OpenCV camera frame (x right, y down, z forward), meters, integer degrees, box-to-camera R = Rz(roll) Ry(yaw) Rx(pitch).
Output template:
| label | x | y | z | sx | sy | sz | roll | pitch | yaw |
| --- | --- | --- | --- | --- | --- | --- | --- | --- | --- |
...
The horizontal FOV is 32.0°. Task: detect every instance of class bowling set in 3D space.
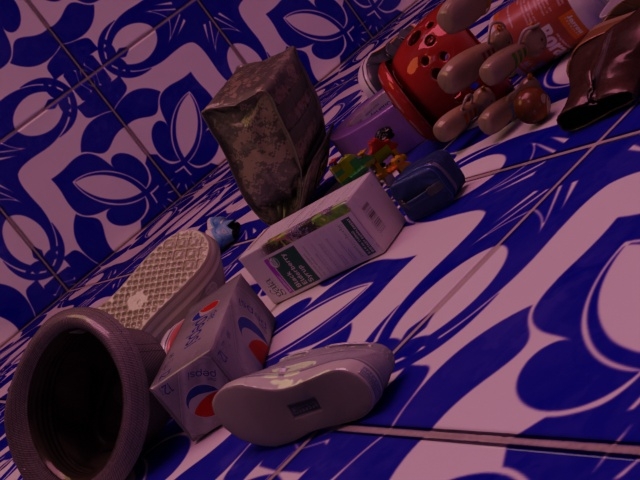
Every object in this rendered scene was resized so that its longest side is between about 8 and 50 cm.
| label | x | y | z | sx | sy | sz | roll | pitch | yaw |
| --- | --- | --- | --- | --- | --- | --- | --- | --- | --- |
| bowling set | 0.286 | -0.244 | 1.673 | 0.154 | 0.200 | 0.287 | -38 | -31 | -27 |

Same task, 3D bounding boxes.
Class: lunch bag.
| label | x | y | z | sx | sy | sz | roll | pitch | yaw |
| --- | --- | --- | --- | --- | --- | --- | --- | --- | --- |
| lunch bag | 0.146 | -0.075 | 1.567 | 0.098 | 0.067 | 0.065 | -29 | 14 | 39 |
| lunch bag | -0.076 | -0.189 | 2.147 | 0.169 | 0.287 | 0.235 | -15 | 24 | 23 |

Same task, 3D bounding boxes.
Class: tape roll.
| label | x | y | z | sx | sy | sz | roll | pitch | yaw |
| --- | --- | --- | --- | --- | --- | --- | --- | --- | --- |
| tape roll | 0.153 | -0.241 | 2.131 | 0.275 | 0.090 | 0.275 | -35 | 13 | 9 |

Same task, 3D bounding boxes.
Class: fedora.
| label | x | y | z | sx | sy | sz | roll | pitch | yaw |
| --- | --- | --- | --- | --- | --- | --- | --- | --- | --- |
| fedora | -0.287 | 0.214 | 1.472 | 0.124 | 0.244 | 0.275 | -1 | -50 | -51 |

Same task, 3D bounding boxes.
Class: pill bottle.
| label | x | y | z | sx | sy | sz | roll | pitch | yaw |
| --- | --- | --- | --- | --- | --- | --- | --- | --- | --- |
| pill bottle | 0.398 | -0.375 | 1.851 | 0.216 | 0.121 | 0.121 | -30 | 14 | 32 |

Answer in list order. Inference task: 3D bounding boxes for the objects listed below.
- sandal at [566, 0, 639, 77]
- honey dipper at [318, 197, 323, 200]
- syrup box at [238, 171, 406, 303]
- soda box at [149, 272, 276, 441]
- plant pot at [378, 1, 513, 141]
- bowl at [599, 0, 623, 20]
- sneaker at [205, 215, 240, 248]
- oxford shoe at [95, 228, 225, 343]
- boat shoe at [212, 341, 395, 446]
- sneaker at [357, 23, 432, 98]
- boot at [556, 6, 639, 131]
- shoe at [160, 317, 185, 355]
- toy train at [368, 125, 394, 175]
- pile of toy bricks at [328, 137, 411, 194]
| label | x | y | z | sx | sy | sz | roll | pitch | yaw |
| --- | --- | --- | --- | --- | --- | --- | --- | --- | --- |
| sandal | 0.423 | -0.285 | 1.605 | 0.180 | 0.072 | 0.049 | -42 | -9 | -3 |
| honey dipper | 0.010 | -0.062 | 2.008 | 0.030 | 0.030 | 0.161 | -37 | 10 | -1 |
| syrup box | 0.000 | 0.000 | 1.639 | 0.237 | 0.093 | 0.096 | -27 | 16 | 39 |
| soda box | -0.133 | 0.146 | 1.472 | 0.098 | 0.091 | 0.286 | -34 | 12 | 12 |
| plant pot | 0.203 | -0.280 | 1.892 | 0.174 | 0.191 | 0.191 | -37 | 12 | 14 |
| bowl | 0.507 | -0.371 | 1.691 | 0.142 | 0.053 | 0.142 | -24 | 17 | 49 |
| sneaker | -0.205 | -0.018 | 2.426 | 0.073 | 0.063 | 0.162 | -19 | 17 | 1 |
| oxford shoe | -0.326 | 0.169 | 1.876 | 0.449 | 0.130 | 0.169 | -42 | 52 | -4 |
| boat shoe | -0.015 | 0.155 | 1.160 | 0.227 | 0.079 | 0.081 | -19 | 14 | 40 |
| sneaker | 0.197 | -0.427 | 2.619 | 0.127 | 0.126 | 0.321 | -35 | 9 | 37 |
| boot | 0.427 | -0.244 | 1.439 | 0.248 | 0.090 | 0.207 | -24 | 29 | 42 |
| shoe | -0.173 | 0.130 | 1.713 | 0.081 | 0.063 | 0.178 | -33 | 7 | 42 |
| toy train | 0.096 | -0.140 | 1.954 | 0.036 | 0.027 | 0.158 | -12 | 43 | 33 |
| pile of toy bricks | 0.056 | -0.097 | 1.818 | 0.212 | 0.105 | 0.118 | -40 | 12 | -12 |
